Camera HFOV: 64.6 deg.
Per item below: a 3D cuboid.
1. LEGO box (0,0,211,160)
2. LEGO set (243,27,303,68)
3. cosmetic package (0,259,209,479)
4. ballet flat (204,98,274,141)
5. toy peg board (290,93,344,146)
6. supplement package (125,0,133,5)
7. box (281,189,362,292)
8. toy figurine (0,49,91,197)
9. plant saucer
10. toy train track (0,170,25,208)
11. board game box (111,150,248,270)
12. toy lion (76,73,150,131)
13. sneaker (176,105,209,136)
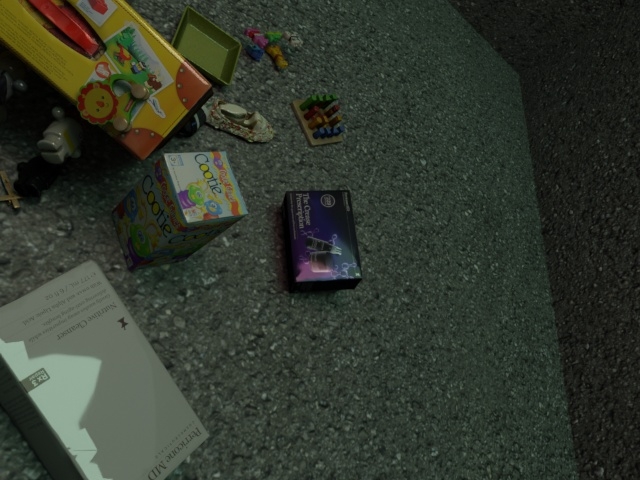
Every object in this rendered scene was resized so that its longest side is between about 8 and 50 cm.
[{"bbox_3d":[-0.461,-0.405,0.985,0.500,0.193,0.372,42,2,-18],"label":"LEGO box"},{"bbox_3d":[-0.144,-0.601,1.603,0.227,0.087,0.093,-23,71,-47],"label":"LEGO set"},{"bbox_3d":[-0.399,0.261,0.876,0.385,0.156,0.217,56,42,-5],"label":"cosmetic package"},{"bbox_3d":[-0.214,-0.333,1.411,0.240,0.077,0.091,6,64,-42],"label":"ballet flat"},{"bbox_3d":[0.010,-0.403,1.655,0.161,0.079,0.161,-20,84,-46],"label":"toy peg board"},{"bbox_3d":[-0.540,-0.668,1.191,0.203,0.194,0.149,52,43,-9],"label":"supplement package"},{"bbox_3d":[0.000,0.000,1.370,0.184,0.103,0.261,-2,68,-14],"label":"box"},{"bbox_3d":[-0.550,-0.212,0.938,0.213,0.209,0.148,36,41,-25],"label":"toy figurine"},{"bbox_3d":[-0.327,-0.540,1.434,0.188,0.045,0.188,28,52,-30],"label":"plant saucer"},{"bbox_3d":[-0.600,-0.096,0.974,0.048,0.014,0.083,-17,74,-46],"label":"toy train track"},{"bbox_3d":[-0.299,-0.057,1.044,0.142,0.275,0.144,-12,78,-46],"label":"board game box"},{"bbox_3d":[-0.349,-0.233,0.840,0.096,0.100,0.034,32,6,-9],"label":"toy lion"},{"bbox_3d":[-0.385,-0.352,1.258,0.217,0.079,0.121,42,47,-20],"label":"sneaker"}]
